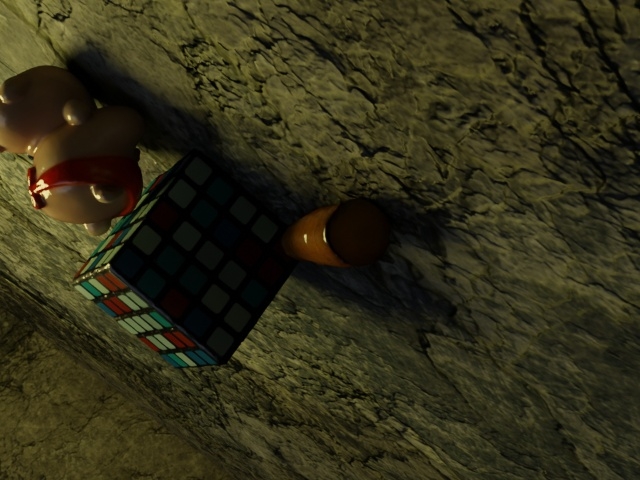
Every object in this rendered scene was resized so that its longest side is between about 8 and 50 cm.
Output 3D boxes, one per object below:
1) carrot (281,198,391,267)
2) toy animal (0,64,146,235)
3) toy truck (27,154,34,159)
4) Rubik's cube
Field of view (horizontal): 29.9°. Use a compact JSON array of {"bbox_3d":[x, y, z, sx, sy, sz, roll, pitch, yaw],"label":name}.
[{"bbox_3d":[0.000,0.000,1.298,0.072,0.072,0.205,42,160,-15],"label":"carrot"},{"bbox_3d":[-0.289,-0.107,1.406,0.198,0.171,0.171,49,158,-1],"label":"toy animal"},{"bbox_3d":[-0.327,-0.125,1.544,0.111,0.076,0.077,50,-164,-30],"label":"toy truck"},{"bbox_3d":[-0.160,0.031,1.446,0.187,0.182,0.184,40,158,-12],"label":"Rubik's cube"}]
